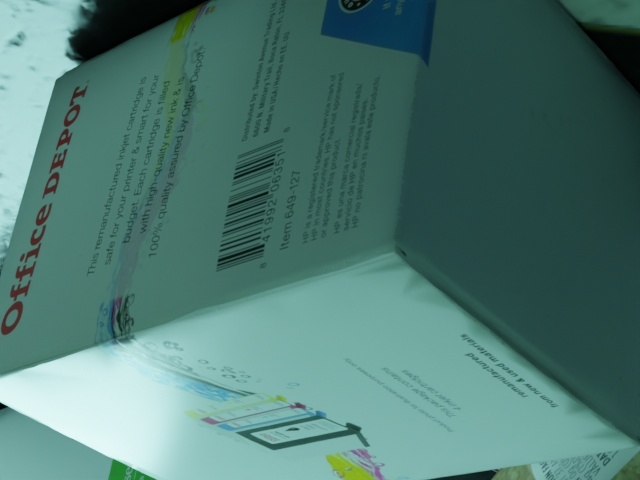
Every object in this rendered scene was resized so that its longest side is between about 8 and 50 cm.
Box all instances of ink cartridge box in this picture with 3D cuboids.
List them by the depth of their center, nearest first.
[{"bbox_3d":[0.000,0.000,0.593,0.233,0.171,0.168,-17,140,38],"label":"ink cartridge box"}]

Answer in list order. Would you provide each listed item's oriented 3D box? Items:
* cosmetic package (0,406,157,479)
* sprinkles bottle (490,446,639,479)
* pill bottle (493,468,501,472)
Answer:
[{"bbox_3d":[-0.140,0.211,0.963,0.366,0.197,0.155,-22,137,39],"label":"cosmetic package"},{"bbox_3d":[0.164,0.089,0.598,0.121,0.121,0.355,25,116,-25],"label":"sprinkles bottle"},{"bbox_3d":[0.128,0.074,0.732,0.221,0.121,0.121,30,143,-31],"label":"pill bottle"}]
